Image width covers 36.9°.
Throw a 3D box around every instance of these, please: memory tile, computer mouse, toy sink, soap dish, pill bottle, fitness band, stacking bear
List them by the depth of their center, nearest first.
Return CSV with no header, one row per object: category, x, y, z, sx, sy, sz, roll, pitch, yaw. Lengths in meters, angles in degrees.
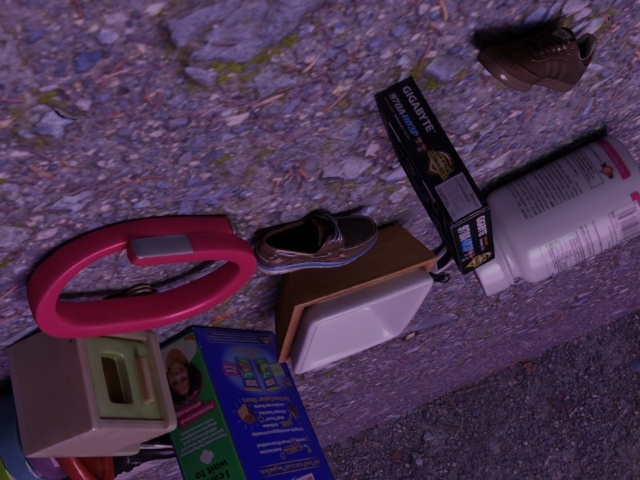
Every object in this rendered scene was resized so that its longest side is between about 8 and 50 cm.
fitness band,-0.213,0.047,1.175,0.290,0.054,0.209,-2,150,-44
memory tile,-0.268,0.101,1.326,0.113,0.012,0.148,-24,160,-1
toy sink,-0.293,0.208,1.327,0.131,0.153,0.234,-24,159,21
stacking bear,-0.464,0.307,1.428,0.288,0.175,0.164,-19,129,16
pill bottle,0.357,-0.033,1.493,0.283,0.160,0.160,-26,161,5
soap dish,0.040,0.094,1.515,0.228,0.118,0.291,-19,161,-15
computer mouse,0.229,0.032,1.700,0.106,0.042,0.193,-7,160,-30

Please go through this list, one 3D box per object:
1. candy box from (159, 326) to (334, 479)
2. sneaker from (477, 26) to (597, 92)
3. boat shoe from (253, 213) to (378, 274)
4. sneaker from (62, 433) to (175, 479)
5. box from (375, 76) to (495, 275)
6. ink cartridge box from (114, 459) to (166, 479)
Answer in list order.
candy box,-0.126,0.312,1.585,0.122,0.317,0.268,-32,159,20
sneaker,0.242,-0.210,1.063,0.188,0.066,0.071,-8,139,-51
boat shoe,0.000,0.000,1.296,0.183,0.066,0.066,-17,158,-20
sneaker,-0.356,0.351,1.571,0.283,0.124,0.107,1,-160,2
box,0.139,-0.067,1.119,0.051,0.175,0.220,-28,160,3
ink cartridge box,-0.407,0.375,1.717,0.353,0.119,0.207,-26,162,1
